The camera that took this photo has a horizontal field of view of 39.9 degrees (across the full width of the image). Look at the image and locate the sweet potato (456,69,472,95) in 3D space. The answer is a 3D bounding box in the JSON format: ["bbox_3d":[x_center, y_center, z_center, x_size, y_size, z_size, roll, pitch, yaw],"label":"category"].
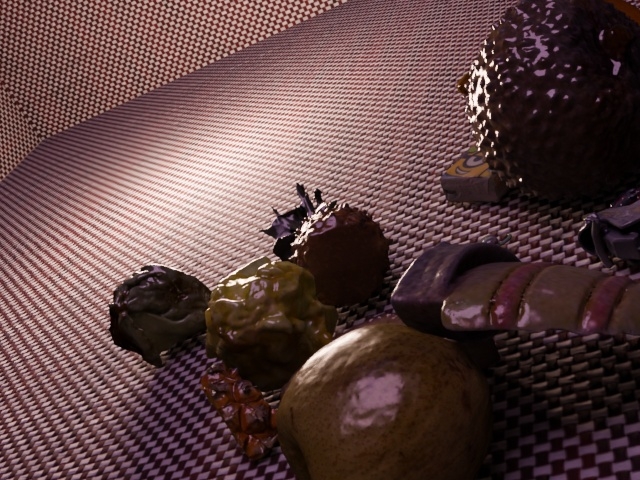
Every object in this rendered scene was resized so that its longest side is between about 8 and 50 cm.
[{"bbox_3d":[0.340,-0.348,1.790,0.067,0.067,0.274,-6,26,42],"label":"sweet potato"}]

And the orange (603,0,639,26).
[{"bbox_3d":[0.425,-0.323,1.550,0.334,0.196,0.262,-18,12,39],"label":"orange"}]

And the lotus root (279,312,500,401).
[{"bbox_3d":[0.072,0.161,1.099,0.261,0.074,0.170,-29,22,-5],"label":"lotus root"}]

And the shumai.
[{"bbox_3d":[-0.263,0.131,1.463,0.184,0.184,0.142,-6,57,41],"label":"shumai"}]

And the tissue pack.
[{"bbox_3d":[0.278,-0.121,1.428,0.109,0.060,0.148,4,39,49],"label":"tissue pack"}]

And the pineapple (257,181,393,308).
[{"bbox_3d":[-0.001,0.004,1.421,0.165,0.165,0.364,-33,16,-7],"label":"pineapple"}]

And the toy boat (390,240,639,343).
[{"bbox_3d":[0.222,0.061,0.935,0.276,0.111,0.293,-1,3,-40],"label":"toy boat"}]

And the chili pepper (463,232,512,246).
[{"bbox_3d":[0.203,0.028,1.249,0.153,0.041,0.050,-27,-18,7],"label":"chili pepper"}]

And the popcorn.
[{"bbox_3d":[-0.068,0.116,1.211,0.167,0.185,0.187,-48,12,-29],"label":"popcorn"}]

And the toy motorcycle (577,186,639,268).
[{"bbox_3d":[0.386,0.000,1.056,0.122,0.080,0.215,-27,29,6],"label":"toy motorcycle"}]

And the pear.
[{"bbox_3d":[0.070,0.186,0.908,0.211,0.188,0.228,-34,22,-15],"label":"pear"}]

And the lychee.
[{"bbox_3d":[0.345,-0.204,1.255,0.300,0.300,0.300,-24,25,12],"label":"lychee"}]

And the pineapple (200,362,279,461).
[{"bbox_3d":[-0.100,0.221,1.155,0.069,0.137,0.116,-34,-18,-17],"label":"pineapple"}]
